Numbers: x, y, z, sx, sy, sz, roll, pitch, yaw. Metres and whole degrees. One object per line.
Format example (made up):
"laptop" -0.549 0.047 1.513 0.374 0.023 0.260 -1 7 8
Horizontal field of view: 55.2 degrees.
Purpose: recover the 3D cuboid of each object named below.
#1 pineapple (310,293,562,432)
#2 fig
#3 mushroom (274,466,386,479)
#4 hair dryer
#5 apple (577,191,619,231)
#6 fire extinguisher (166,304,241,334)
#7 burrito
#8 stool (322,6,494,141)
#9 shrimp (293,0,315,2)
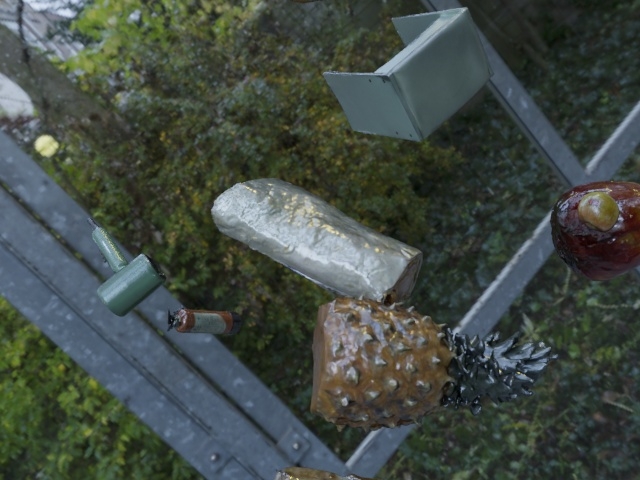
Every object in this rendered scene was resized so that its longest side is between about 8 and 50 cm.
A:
"pineapple" 0.128 0.142 0.707 0.158 0.278 0.158 -177 90 -83
"fig" 0.645 -0.032 1.385 0.263 0.224 0.224 -31 17 43
"mushroom" 0.097 0.548 1.086 0.314 0.396 0.225 113 163 -79
"hair dryer" -0.254 0.020 0.757 0.071 0.150 0.047 -39 -30 -5
"apple" 0.574 -0.060 1.262 0.071 0.084 0.084 -56 12 2
"fire extinguisher" -0.240 0.160 1.228 0.050 0.177 0.062 45 111 37
"burrito" -0.002 0.002 0.902 0.143 0.299 0.105 -31 -35 -63
"stool" 0.193 -0.370 1.367 0.243 0.170 0.269 -42 32 -15
"shrimp" -0.081 -0.589 1.286 0.063 0.287 0.152 -57 -20 -62
